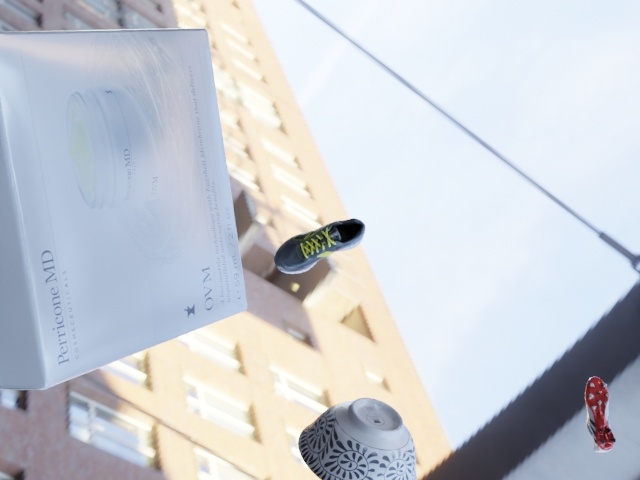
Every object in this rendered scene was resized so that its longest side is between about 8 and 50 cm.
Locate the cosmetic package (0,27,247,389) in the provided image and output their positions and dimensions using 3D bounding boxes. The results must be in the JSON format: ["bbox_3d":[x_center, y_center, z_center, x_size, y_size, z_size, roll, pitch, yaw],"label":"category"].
[{"bbox_3d":[-0.181,-0.031,0.786,0.138,0.225,0.224,-3,-81,33],"label":"cosmetic package"}]

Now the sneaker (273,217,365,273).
[{"bbox_3d":[0.000,0.000,0.900,0.083,0.031,0.035,-25,169,-18],"label":"sneaker"}]

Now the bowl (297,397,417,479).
[{"bbox_3d":[0.063,0.262,1.457,0.170,0.170,0.080,-115,-138,-58],"label":"bowl"}]

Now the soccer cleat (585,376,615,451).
[{"bbox_3d":[0.304,0.192,1.206,0.035,0.029,0.083,116,-30,-65],"label":"soccer cleat"}]
